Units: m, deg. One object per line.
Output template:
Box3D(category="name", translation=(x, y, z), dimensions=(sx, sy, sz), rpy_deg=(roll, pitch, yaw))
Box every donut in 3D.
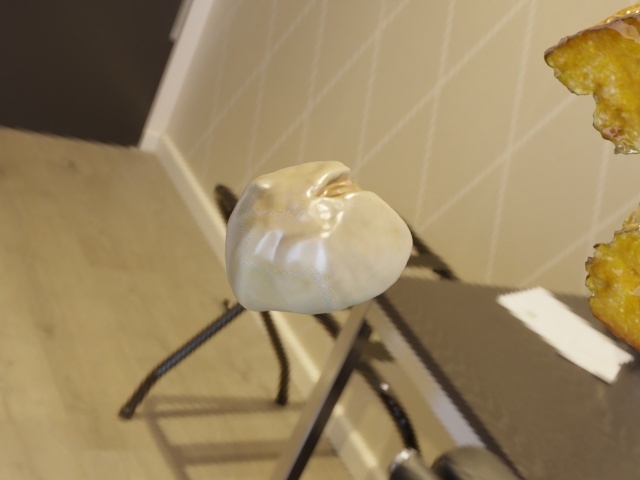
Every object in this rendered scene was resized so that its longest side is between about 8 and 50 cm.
Box3D(category="donut", translation=(0.428, -0.052, 1.158), dimensions=(0.378, 0.435, 0.163), rpy_deg=(26, 52, 38))

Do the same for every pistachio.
Box3D(category="pistachio", translation=(0.000, 0.000, 1.062), dimensions=(0.137, 0.153, 0.238), rpy_deg=(54, 29, 14))
